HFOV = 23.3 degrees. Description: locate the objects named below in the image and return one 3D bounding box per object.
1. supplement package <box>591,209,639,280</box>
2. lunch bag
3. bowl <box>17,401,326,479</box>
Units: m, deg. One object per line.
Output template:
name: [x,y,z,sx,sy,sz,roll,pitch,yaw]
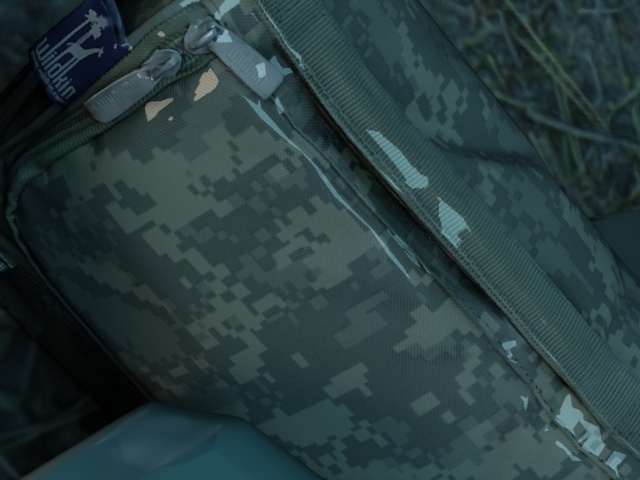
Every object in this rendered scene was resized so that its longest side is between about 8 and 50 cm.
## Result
supplement package: [0.283,0.116,0.862,0.263,0.198,0.199,25,75,-24]
lunch bag: [0.000,0.000,0.689,0.305,0.256,0.212,48,67,-16]
bowl: [-0.090,0.172,0.564,0.311,0.311,0.163,-31,87,-26]
